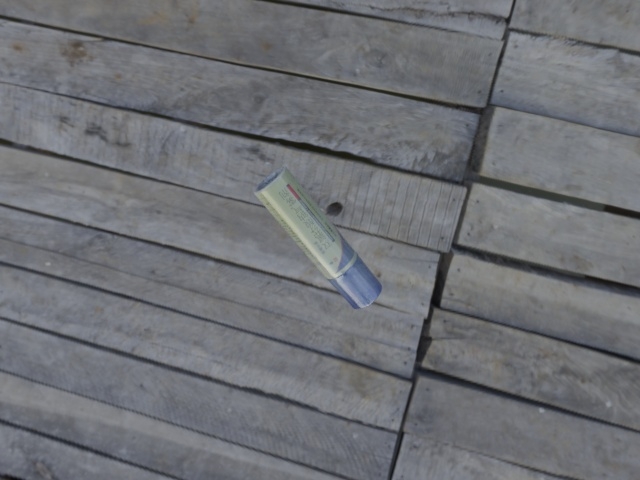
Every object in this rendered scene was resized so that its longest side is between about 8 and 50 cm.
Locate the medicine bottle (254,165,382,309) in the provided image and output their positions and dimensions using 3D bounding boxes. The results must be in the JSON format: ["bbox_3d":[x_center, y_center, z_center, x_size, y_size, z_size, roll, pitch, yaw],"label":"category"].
[{"bbox_3d":[0.000,0.000,0.851,0.059,0.059,0.231,-35,110,16],"label":"medicine bottle"}]
